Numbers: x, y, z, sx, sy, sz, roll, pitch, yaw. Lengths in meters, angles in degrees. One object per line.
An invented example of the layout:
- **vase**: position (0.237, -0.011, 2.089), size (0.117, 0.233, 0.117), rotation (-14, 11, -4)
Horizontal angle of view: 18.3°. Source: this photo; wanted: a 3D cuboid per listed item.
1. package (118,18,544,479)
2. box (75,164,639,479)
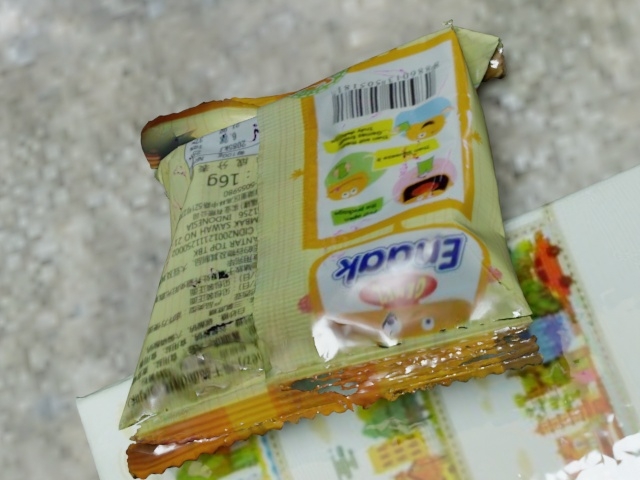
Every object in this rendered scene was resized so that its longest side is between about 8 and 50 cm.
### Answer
- **package**: position (0.000, -0.002, 0.511), size (0.108, 0.031, 0.121), rotation (-18, 42, 17)
- **box**: position (0.056, 0.056, 0.505), size (0.220, 0.032, 0.122), rotation (-23, 72, 9)
